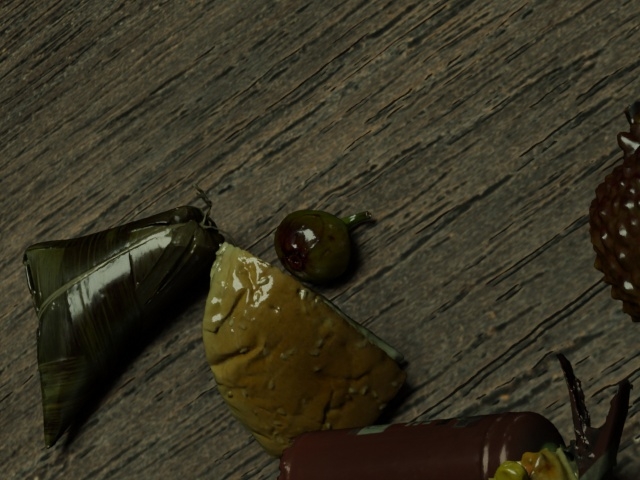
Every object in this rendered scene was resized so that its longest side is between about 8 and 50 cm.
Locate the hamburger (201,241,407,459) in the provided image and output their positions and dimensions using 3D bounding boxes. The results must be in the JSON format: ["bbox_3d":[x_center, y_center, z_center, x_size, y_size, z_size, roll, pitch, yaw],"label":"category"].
[{"bbox_3d":[-0.033,0.108,1.624,0.155,0.208,0.135,-52,36,-14],"label":"hamburger"}]

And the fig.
[{"bbox_3d":[0.000,0.000,1.802,0.084,0.082,0.098,-29,4,46],"label":"fig"}]

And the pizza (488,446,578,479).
[{"bbox_3d":[0.142,0.332,1.351,0.258,0.087,0.268,-46,60,35],"label":"pizza"}]

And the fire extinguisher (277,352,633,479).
[{"bbox_3d":[0.121,0.183,1.487,0.337,0.106,0.147,-11,84,35],"label":"fire extinguisher"}]

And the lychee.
[{"bbox_3d":[0.319,-0.018,1.437,0.200,0.200,0.238,-36,62,12],"label":"lychee"}]

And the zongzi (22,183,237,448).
[{"bbox_3d":[-0.204,0.090,1.893,0.247,0.111,0.241,-17,65,23],"label":"zongzi"}]
